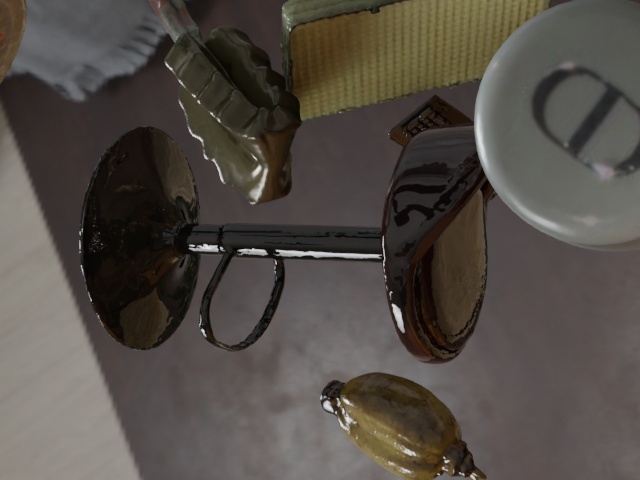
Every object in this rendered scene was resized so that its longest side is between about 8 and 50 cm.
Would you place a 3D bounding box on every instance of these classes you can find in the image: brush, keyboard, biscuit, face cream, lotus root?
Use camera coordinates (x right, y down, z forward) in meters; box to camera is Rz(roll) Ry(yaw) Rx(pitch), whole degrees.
[{"bbox_3d":[-0.097,-0.144,1.060,0.084,0.071,0.301,96,151,-43],"label":"brush"},{"bbox_3d":[0.160,-0.099,1.576,0.074,0.196,0.015,-36,50,24],"label":"keyboard"},{"bbox_3d":[0.069,-0.152,1.022,0.199,0.121,0.041,-14,63,-8],"label":"biscuit"},{"bbox_3d":[0.124,-0.044,0.592,0.143,0.314,0.089,43,100,9],"label":"face cream"},{"bbox_3d":[0.067,0.146,1.094,0.152,0.063,0.072,29,109,31],"label":"lotus root"}]

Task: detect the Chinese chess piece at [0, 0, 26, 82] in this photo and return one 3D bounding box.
[{"bbox_3d":[-0.406,-0.176,1.363,0.112,0.270,0.270,37,104,5],"label":"Chinese chess piece"}]

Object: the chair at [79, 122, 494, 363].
[{"bbox_3d":[0.000,0.000,1.316,0.401,0.226,0.227,0,84,25],"label":"chair"}]
